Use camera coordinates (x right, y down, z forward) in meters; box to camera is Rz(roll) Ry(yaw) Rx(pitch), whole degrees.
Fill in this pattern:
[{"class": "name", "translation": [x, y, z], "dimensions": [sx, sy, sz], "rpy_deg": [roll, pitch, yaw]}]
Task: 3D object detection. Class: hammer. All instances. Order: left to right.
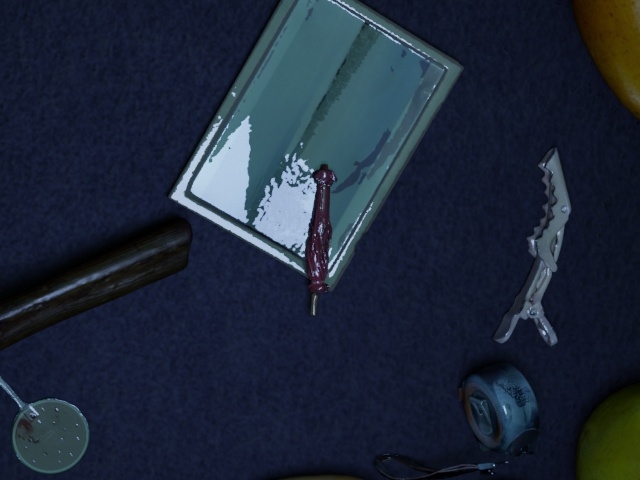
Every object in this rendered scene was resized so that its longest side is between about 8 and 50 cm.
[{"class": "hammer", "translation": [-0.317, 0.079, 1.686], "dimensions": [0.409, 0.242, 0.095], "rpy_deg": [-27, 57, -21]}]

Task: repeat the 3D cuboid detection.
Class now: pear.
[{"class": "pear", "translation": [0.373, 0.246, 1.782], "dimensions": [0.200, 0.200, 0.200], "rpy_deg": [-1, 95, -8]}]

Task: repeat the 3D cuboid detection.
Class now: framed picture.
[{"class": "framed picture", "translation": [-0.005, -0.120, 1.775], "dimensions": [0.213, 0.016, 0.289], "rpy_deg": [30, 90, -10]}]

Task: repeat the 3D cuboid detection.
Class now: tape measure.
[{"class": "tape measure", "translation": [0.145, 0.203, 1.781], "dimensions": [0.180, 0.104, 0.107], "rpy_deg": [-16, 101, -7]}]

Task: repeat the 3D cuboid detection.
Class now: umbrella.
[{"class": "umbrella", "translation": [0.000, 0.000, 1.767], "dimensions": [0.027, 0.025, 0.165], "rpy_deg": [4, 93, 8]}]

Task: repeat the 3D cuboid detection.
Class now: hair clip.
[{"class": "hair clip", "translation": [0.253, 0.011, 1.817], "dimensions": [0.072, 0.034, 0.226], "rpy_deg": [14, 91, -13]}]

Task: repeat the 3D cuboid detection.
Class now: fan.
[{"class": "fan", "translation": [-0.308, 0.194, 1.765], "dimensions": [0.085, 0.005, 0.133], "rpy_deg": [-40, 100, -2]}]

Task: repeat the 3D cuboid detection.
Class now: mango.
[{"class": "mango", "translation": [0.380, -0.250, 1.748], "dimensions": [0.199, 0.201, 0.350], "rpy_deg": [-9, 108, 32]}]

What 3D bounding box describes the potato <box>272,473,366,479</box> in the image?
[{"class": "potato", "translation": [-0.008, 0.314, 1.768], "dimensions": [0.178, 0.109, 0.118], "rpy_deg": [-6, 118, -3]}]
